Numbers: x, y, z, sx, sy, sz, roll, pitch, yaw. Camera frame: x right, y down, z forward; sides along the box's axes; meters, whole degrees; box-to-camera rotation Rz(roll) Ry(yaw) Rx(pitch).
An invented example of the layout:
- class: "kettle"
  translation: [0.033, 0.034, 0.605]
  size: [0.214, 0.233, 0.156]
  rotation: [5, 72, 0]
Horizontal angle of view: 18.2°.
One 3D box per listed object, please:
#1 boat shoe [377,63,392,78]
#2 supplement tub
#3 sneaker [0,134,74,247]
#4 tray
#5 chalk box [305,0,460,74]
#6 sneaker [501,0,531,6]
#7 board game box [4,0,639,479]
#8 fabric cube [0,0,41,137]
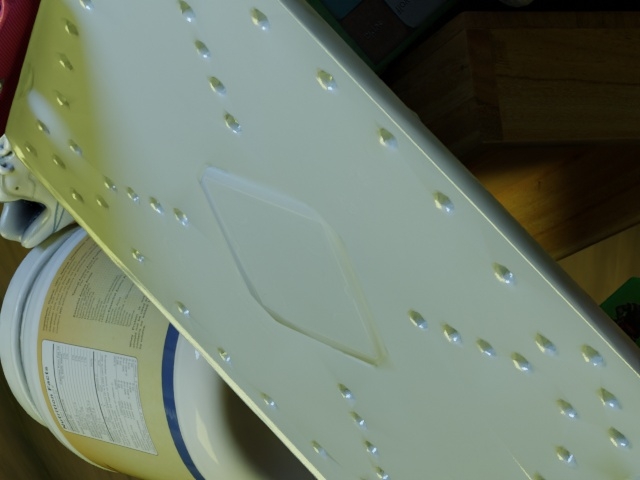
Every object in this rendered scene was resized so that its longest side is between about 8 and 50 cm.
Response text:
- class: "boat shoe"
  translation: [-0.010, -0.117, 1.333]
  size: [0.133, 0.049, 0.042]
  rotation: [18, 143, 29]
- class: "supplement tub"
  translation: [-0.098, 0.088, 1.611]
  size: [0.316, 0.228, 0.228]
  rotation: [7, 142, 51]
- class: "sneaker"
  translation: [-0.231, -0.101, 1.580]
  size: [0.111, 0.129, 0.297]
  rotation: [27, 153, 29]
- class: "tray"
  translation: [0.092, -0.038, 1.162]
  size: [0.203, 0.076, 0.411]
  rotation: [-2, 167, -22]
- class: "chalk box"
  translation: [0.010, -0.159, 1.067]
  size: [0.132, 0.132, 0.213]
  rotation: [49, 163, -4]
- class: "sneaker"
  translation: [0.052, -0.270, 0.861]
  size: [0.210, 0.137, 0.366]
  rotation: [31, 152, 19]
- class: "board game box"
  translation: [0.000, 0.000, 1.059]
  size: [0.390, 0.050, 0.390]
  rotation: [46, 155, 4]
- class: "fabric cube"
  translation: [-0.265, -0.189, 1.198]
  size: [0.259, 0.258, 0.254]
  rotation: [38, 130, -1]
